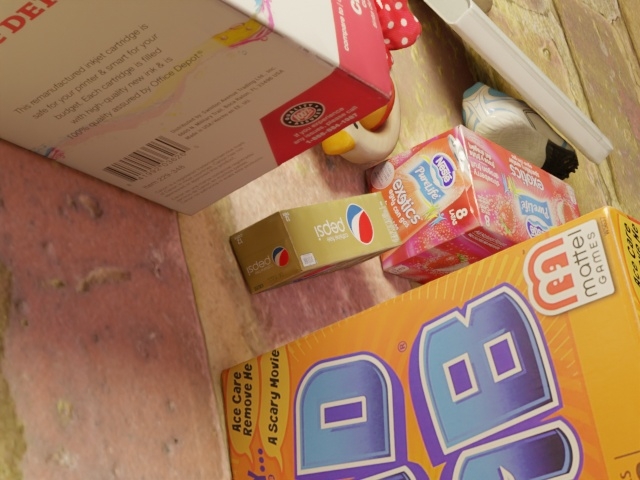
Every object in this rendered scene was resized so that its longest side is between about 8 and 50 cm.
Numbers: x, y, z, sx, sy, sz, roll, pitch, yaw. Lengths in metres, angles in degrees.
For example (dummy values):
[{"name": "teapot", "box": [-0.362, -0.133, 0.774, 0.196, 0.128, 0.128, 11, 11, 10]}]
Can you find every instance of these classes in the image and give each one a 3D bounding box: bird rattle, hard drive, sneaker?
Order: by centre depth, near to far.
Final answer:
[{"name": "bird rattle", "box": [0.026, -0.180, 1.229, 0.253, 0.143, 0.207, -7, 86, -70]}, {"name": "hard drive", "box": [0.238, -0.235, 1.516, 0.307, 0.040, 0.203, 37, 14, -34]}, {"name": "sneaker", "box": [0.266, -0.137, 1.540, 0.237, 0.085, 0.086, 28, 39, -48]}]

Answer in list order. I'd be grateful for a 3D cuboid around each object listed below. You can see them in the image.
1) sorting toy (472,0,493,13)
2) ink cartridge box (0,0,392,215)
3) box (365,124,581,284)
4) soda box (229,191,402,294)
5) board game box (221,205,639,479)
[{"name": "sorting toy", "box": [0.133, -0.452, 1.597, 0.307, 0.041, 0.229, 14, 58, -51]}, {"name": "ink cartridge box", "box": [-0.130, -0.154, 0.843, 0.306, 0.226, 0.131, 26, 49, -46]}, {"name": "box", "box": [0.178, -0.016, 1.286, 0.257, 0.128, 0.122, 20, 53, -49]}, {"name": "soda box", "box": [0.000, 0.000, 1.079, 0.181, 0.061, 0.058, -12, 79, -57]}, {"name": "board game box", "box": [0.188, 0.240, 0.910, 0.356, 0.356, 0.356, 21, 52, -48]}]
